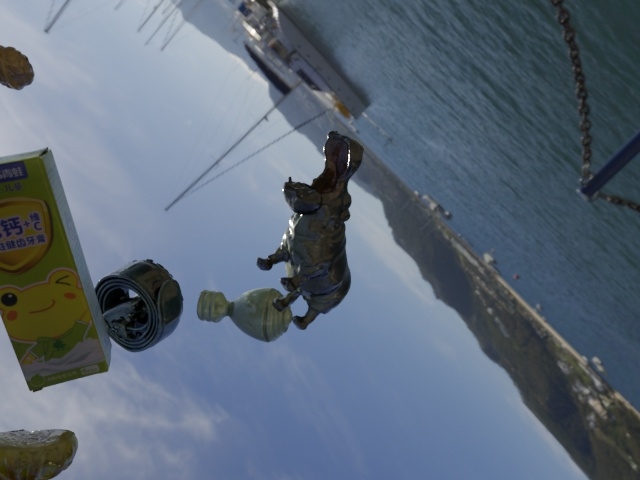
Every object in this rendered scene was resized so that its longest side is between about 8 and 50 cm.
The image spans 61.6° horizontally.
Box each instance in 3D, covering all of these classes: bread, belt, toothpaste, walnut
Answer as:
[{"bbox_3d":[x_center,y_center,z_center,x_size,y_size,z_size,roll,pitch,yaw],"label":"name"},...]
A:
[{"bbox_3d":[-0.480,0.359,0.885,0.157,0.094,0.083,10,-103,-43],"label":"bread"},{"bbox_3d":[-0.438,0.155,1.291,0.206,0.267,0.116,53,-142,-1],"label":"belt"},{"bbox_3d":[-0.382,0.044,0.731,0.077,0.110,0.328,-129,29,-66],"label":"toothpaste"},{"bbox_3d":[-0.614,-0.341,1.062,0.096,0.078,0.083,108,148,-78],"label":"walnut"}]

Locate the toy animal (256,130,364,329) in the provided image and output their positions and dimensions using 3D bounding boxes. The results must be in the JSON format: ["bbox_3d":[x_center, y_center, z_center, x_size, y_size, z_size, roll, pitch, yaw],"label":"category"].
[{"bbox_3d":[-0.012,0.004,0.852,0.106,0.168,0.343,38,142,29],"label":"toy animal"}]

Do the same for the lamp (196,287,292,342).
[{"bbox_3d":[-0.147,0.140,1.052,0.192,0.106,0.106,5,-179,15],"label":"lamp"}]
